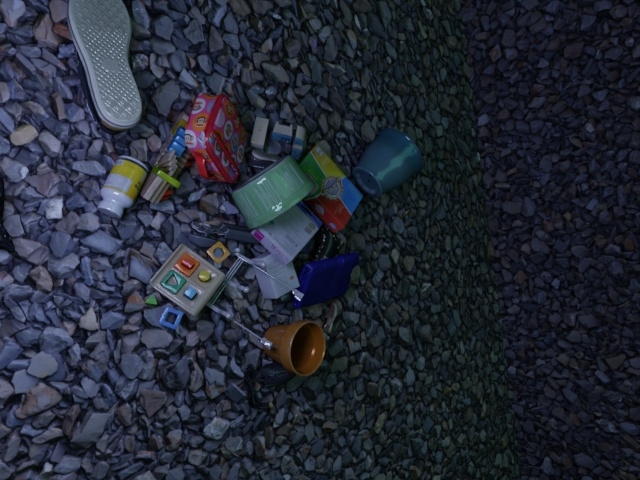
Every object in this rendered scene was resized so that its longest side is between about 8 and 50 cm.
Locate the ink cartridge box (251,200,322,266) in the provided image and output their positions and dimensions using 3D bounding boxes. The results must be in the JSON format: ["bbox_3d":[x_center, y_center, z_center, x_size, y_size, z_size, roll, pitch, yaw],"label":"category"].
[{"bbox_3d":[-0.124,-0.050,1.932,0.186,0.065,0.311,45,40,-5],"label":"ink cartridge box"}]

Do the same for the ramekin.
[{"bbox_3d":[-0.184,-0.187,1.812,0.303,0.303,0.148,-44,107,-36],"label":"ramekin"}]

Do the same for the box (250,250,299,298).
[{"bbox_3d":[-0.178,0.128,1.922,0.130,0.091,0.170,-25,103,-42],"label":"box"}]

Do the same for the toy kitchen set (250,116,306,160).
[{"bbox_3d":[-0.175,-0.389,1.986,0.207,0.166,0.122,11,69,-6],"label":"toy kitchen set"}]

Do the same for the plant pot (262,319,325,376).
[{"bbox_3d":[-0.115,0.405,1.882,0.205,0.188,0.205,-1,91,-50],"label":"plant pot"}]

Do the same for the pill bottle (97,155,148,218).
[{"bbox_3d":[-0.622,-0.166,1.524,0.103,0.103,0.184,33,65,-36],"label":"pill bottle"}]

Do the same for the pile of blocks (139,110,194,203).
[{"bbox_3d":[-0.478,-0.267,1.636,0.112,0.149,0.362,35,63,-35],"label":"pile of blocks"}]

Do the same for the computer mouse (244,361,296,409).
[{"bbox_3d":[-0.174,0.562,1.911,0.262,0.060,0.184,0,86,-43],"label":"computer mouse"}]

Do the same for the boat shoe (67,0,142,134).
[{"bbox_3d":[-0.666,-0.558,1.490,0.187,0.156,0.500,-9,81,-38],"label":"boat shoe"}]

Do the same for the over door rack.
[{"bbox_3d":[-0.238,0.207,1.761,0.324,0.108,0.239,36,71,-8],"label":"over door rack"}]

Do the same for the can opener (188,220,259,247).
[{"bbox_3d":[-0.355,-0.014,1.800,0.283,0.076,0.095,12,111,-42],"label":"can opener"}]

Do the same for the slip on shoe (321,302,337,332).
[{"bbox_3d":[0.036,0.338,2.137,0.041,0.051,0.135,23,77,-27],"label":"slip on shoe"}]

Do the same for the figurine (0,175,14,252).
[{"bbox_3d":[-0.923,-0.052,1.252,0.215,0.092,0.209,-15,100,-42],"label":"figurine"}]

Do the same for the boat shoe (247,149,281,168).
[{"bbox_3d":[-0.207,-0.310,1.969,0.206,0.075,0.065,10,123,-47],"label":"boat shoe"}]

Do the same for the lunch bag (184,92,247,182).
[{"bbox_3d":[-0.364,-0.336,1.692,0.293,0.120,0.258,67,34,-64],"label":"lunch bag"}]

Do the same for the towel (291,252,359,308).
[{"bbox_3d":[0.018,0.161,2.063,0.308,0.076,0.227,-11,128,-45],"label":"towel"}]

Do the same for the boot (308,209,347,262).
[{"bbox_3d":[0.002,0.001,2.108,0.236,0.085,0.178,45,61,-29],"label":"boot"}]

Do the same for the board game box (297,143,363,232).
[{"bbox_3d":[0.022,-0.226,2.088,0.316,0.064,0.242,46,47,-16],"label":"board game box"}]

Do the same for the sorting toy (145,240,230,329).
[{"bbox_3d":[-0.445,0.130,1.651,0.196,0.047,0.347,38,66,-8],"label":"sorting toy"}]

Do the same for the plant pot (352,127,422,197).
[{"bbox_3d":[0.297,-0.349,2.306,0.255,0.272,0.271,-43,116,-21],"label":"plant pot"}]

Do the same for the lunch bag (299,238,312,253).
[{"bbox_3d":[-0.075,0.007,2.046,0.067,0.065,0.098,22,73,-40],"label":"lunch bag"}]
